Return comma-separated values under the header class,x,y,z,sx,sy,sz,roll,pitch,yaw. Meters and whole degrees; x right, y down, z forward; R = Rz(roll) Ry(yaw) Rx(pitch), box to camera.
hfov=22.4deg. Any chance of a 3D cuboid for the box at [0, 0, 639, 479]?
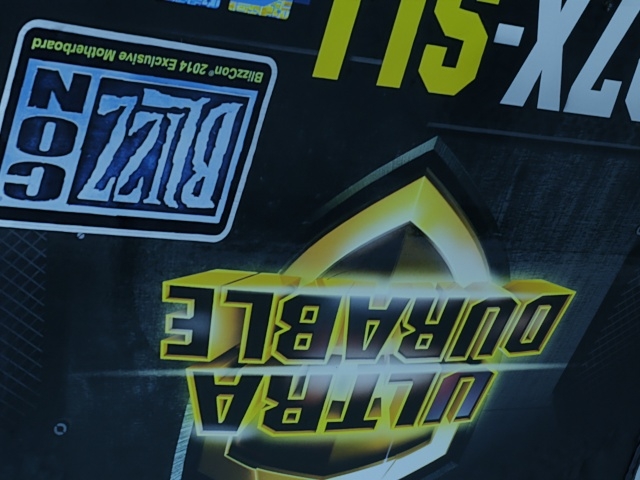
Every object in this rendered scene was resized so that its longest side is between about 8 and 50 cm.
class,x,y,z,sx,sy,sz,roll,pitch,yaw
box,0.000,0.000,0.513,0.322,0.079,0.257,3,110,-40
